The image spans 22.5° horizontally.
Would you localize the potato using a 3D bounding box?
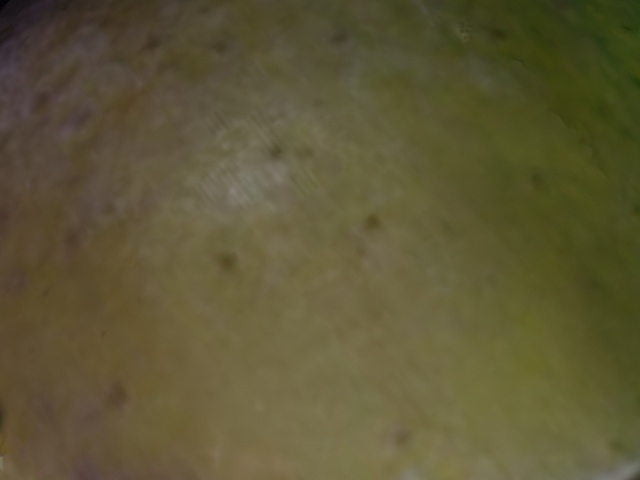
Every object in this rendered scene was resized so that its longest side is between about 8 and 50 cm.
[{"bbox_3d":[0.000,0.000,0.727,0.442,0.319,0.385,-33,176,-19],"label":"potato"}]
